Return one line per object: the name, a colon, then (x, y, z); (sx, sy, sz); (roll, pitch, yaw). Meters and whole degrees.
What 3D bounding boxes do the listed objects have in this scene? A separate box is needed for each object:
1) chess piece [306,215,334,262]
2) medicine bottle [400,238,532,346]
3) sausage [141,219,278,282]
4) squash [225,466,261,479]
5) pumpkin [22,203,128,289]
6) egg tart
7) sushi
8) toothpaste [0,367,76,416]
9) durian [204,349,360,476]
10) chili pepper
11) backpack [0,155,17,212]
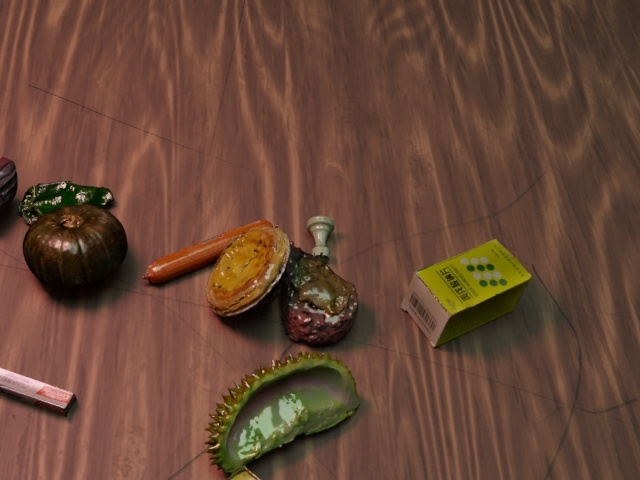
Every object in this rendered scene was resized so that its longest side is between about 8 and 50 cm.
chess piece: (0.000, 0.000, 2.106); (0.067, 0.067, 0.103); (4, 58, -7)
medicine bottle: (0.324, 0.114, 2.013); (0.250, 0.141, 0.137); (-21, 60, -26)
sausage: (-0.247, 0.021, 2.044); (0.347, 0.053, 0.053); (-22, 57, -26)
squash: (-0.174, 0.573, 1.478); (0.233, 0.210, 0.309); (32, 46, 31)
pumpkin: (-0.526, 0.015, 1.933); (0.223, 0.157, 0.224); (-1, 35, 1)
egg tart: (-0.147, 0.075, 1.947); (0.094, 0.234, 0.234); (44, 40, -30)
sushi: (-0.001, 0.114, 1.978); (0.161, 0.108, 0.241); (4, 48, -12)
toothpaste: (-0.579, 0.289, 1.762); (0.196, 0.040, 0.047); (18, 51, 5)
durian: (-0.080, 0.324, 1.750); (0.355, 0.157, 0.170); (-26, 75, -28)
chili pepper: (-0.584, -0.083, 2.072); (0.216, 0.062, 0.108); (-11, 58, -19)
backpack: (-0.846, -0.086, 1.938); (0.283, 0.197, 0.317); (21, 54, 6)
